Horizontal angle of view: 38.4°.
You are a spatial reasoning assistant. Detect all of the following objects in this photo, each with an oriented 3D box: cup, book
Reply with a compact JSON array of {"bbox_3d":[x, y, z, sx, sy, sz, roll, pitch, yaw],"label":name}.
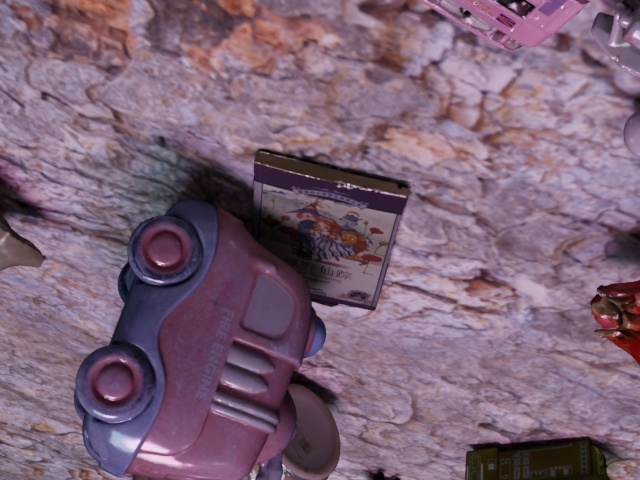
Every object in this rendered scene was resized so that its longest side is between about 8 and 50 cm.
[{"bbox_3d":[-0.126,0.277,1.300,0.257,0.227,0.301,-37,92,33],"label":"cup"},{"bbox_3d":[0.000,0.001,0.993,0.158,0.026,0.231,13,145,2],"label":"book"}]

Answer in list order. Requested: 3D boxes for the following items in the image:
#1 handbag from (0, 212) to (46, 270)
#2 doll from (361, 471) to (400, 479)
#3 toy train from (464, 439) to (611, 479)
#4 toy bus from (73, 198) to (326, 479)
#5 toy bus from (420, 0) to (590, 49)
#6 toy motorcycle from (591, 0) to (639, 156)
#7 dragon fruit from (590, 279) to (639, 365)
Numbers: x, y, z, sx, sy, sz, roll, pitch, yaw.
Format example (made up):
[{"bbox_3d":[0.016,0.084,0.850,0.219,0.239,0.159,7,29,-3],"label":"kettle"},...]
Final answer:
[{"bbox_3d":[-0.501,-0.046,1.032,0.316,0.109,0.253,1,139,27],"label":"handbag"},{"bbox_3d":[0.088,0.438,1.530,0.109,0.057,0.169,15,145,-6],"label":"doll"},{"bbox_3d":[0.305,0.349,1.272,0.226,0.137,0.090,-15,137,29],"label":"toy train"},{"bbox_3d":[-0.118,0.117,0.960,0.232,0.294,0.197,21,160,-9],"label":"toy bus"},{"bbox_3d":[0.092,-0.209,0.644,0.203,0.063,0.090,27,143,-19],"label":"toy bus"},{"bbox_3d":[0.302,-0.097,0.695,0.260,0.110,0.171,37,151,-21],"label":"toy motorcycle"},{"bbox_3d":[0.383,0.085,0.836,0.268,0.210,0.205,10,128,16],"label":"dragon fruit"}]
